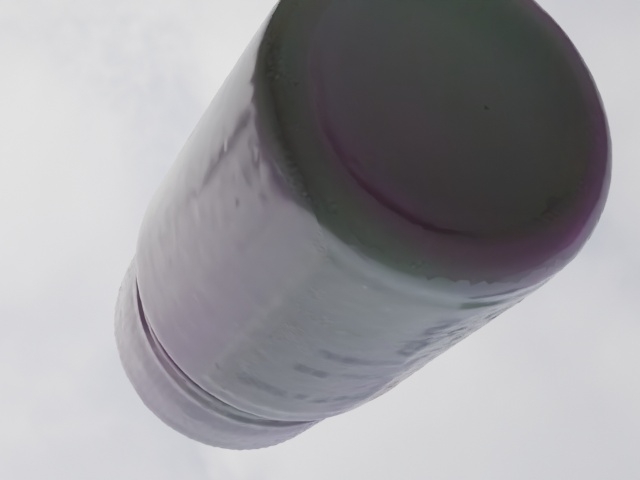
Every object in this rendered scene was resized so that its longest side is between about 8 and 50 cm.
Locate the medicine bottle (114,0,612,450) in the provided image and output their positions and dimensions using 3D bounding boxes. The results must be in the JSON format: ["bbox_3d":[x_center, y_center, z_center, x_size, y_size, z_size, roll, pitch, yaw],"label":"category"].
[{"bbox_3d":[0.000,0.000,0.838,0.219,0.388,0.219,10,-117,-19],"label":"medicine bottle"}]
